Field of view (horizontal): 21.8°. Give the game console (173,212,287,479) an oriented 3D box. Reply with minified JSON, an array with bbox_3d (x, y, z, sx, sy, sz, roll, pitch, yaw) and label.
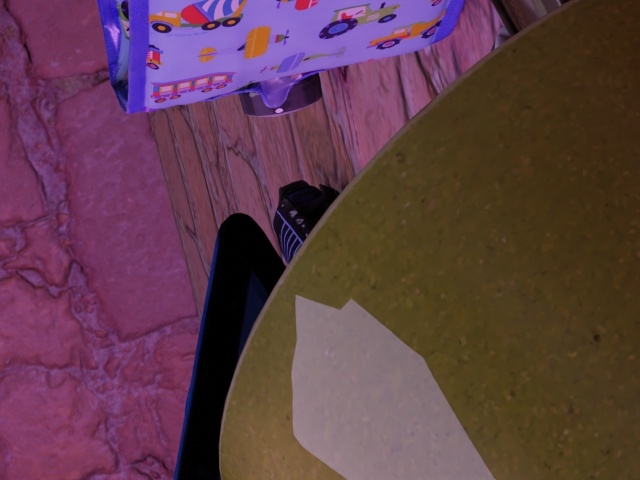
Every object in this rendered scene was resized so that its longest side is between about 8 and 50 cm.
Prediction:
[{"bbox_3d":[0.059,0.157,0.671,0.173,0.250,0.293,101,177,-46],"label":"game console"}]

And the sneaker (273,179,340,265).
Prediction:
[{"bbox_3d":[0.000,0.000,1.483,0.232,0.081,0.090,-152,40,-76],"label":"sneaker"}]

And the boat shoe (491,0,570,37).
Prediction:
[{"bbox_3d":[0.082,-0.199,0.743,0.104,0.110,0.307,154,100,-77],"label":"boat shoe"}]

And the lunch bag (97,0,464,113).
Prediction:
[{"bbox_3d":[-0.020,-0.166,0.998,0.293,0.221,0.138,96,156,-61],"label":"lunch bag"}]

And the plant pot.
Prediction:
[{"bbox_3d":[0.161,0.107,0.501,0.293,0.275,0.275,49,157,33],"label":"plant pot"}]

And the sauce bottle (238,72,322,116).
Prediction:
[{"bbox_3d":[-0.067,-0.273,1.357,0.111,0.111,0.344,-134,31,-67],"label":"sauce bottle"}]

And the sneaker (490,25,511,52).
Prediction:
[{"bbox_3d":[0.134,0.017,0.842,0.153,0.094,0.235,93,159,-61],"label":"sneaker"}]
